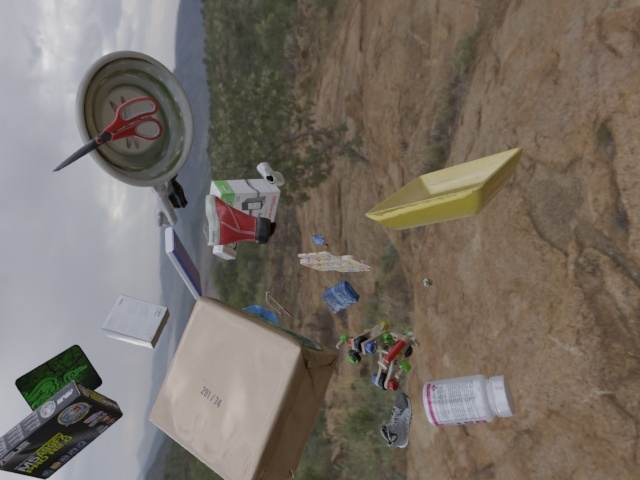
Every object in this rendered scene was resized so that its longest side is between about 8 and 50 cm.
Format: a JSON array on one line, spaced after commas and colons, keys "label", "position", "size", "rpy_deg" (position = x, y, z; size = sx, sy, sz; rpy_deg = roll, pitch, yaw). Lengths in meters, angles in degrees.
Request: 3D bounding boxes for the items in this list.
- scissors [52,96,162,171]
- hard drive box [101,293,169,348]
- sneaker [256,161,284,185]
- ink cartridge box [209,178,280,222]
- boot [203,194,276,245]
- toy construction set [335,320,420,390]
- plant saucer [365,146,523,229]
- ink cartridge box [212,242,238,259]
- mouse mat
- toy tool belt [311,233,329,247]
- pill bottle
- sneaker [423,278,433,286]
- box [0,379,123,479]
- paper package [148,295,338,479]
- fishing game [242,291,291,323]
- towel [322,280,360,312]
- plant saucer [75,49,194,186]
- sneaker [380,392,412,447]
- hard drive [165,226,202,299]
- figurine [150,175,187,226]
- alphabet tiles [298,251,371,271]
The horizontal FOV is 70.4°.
[{"label": "scissors", "position": [-0.541, -0.269, 1.134], "size": [0.021, 0.296, 0.109], "rpy_deg": [-136, 26, -61]}, {"label": "hard drive box", "position": [-0.834, 0.368, 2.061], "size": [0.089, 0.232, 0.181], "rpy_deg": [105, -178, -55]}, {"label": "sneaker", "position": [-0.171, -0.219, 1.604], "size": [0.053, 0.152, 0.061], "rpy_deg": [-34, 64, 14]}, {"label": "ink cartridge box", "position": [-0.325, -0.147, 1.918], "size": [0.115, 0.272, 0.199], "rpy_deg": [50, 135, 40]}, {"label": "boot", "position": [-0.213, -0.053, 1.187], "size": [0.244, 0.176, 0.089], "rpy_deg": [-127, 41, -58]}, {"label": "toy construction set", "position": [0.258, 0.374, 1.634], "size": [0.257, 0.237, 0.309], "rpy_deg": [48, 155, 1]}, {"label": "plant saucer", "position": [0.339, -0.124, 1.207], "size": [0.332, 0.332, 0.081], "rpy_deg": [-12, 106, 45]}, {"label": "ink cartridge box", "position": [-0.411, 0.006, 1.996], "size": [0.056, 0.099, 0.136], "rpy_deg": [-4, 68, 29]}, {"label": "mouse mat", "position": [-0.771, 0.421, 1.346], "size": [0.007, 0.189, 0.153], "rpy_deg": [-27, 96, 53]}, {"label": "toy tool belt", "position": [0.000, 0.000, 2.017], "size": [0.052, 0.083, 0.051], "rpy_deg": [-53, -19, -19]}, {"label": "pill bottle", "position": [0.523, 0.564, 1.608], "size": [0.282, 0.160, 0.161], "rpy_deg": [-18, 61, 26]}, {"label": "sneaker", "position": [0.421, 0.161, 1.764], "size": [0.083, 0.035, 0.031], "rpy_deg": [44, -146, -84]}, {"label": "box", "position": [-0.737, 0.539, 1.279], "size": [0.060, 0.270, 0.216], "rpy_deg": [41, 162, 33]}, {"label": "paper package", "position": [-0.173, 0.320, 0.998], "size": [0.324, 0.168, 0.310], "rpy_deg": [17, 84, 35]}, {"label": "fishing game", "position": [-0.221, 0.304, 1.507], "size": [0.264, 0.189, 0.041], "rpy_deg": [-46, 28, -11]}, {"label": "towel", "position": [0.051, 0.149, 1.199], "size": [0.067, 0.029, 0.119], "rpy_deg": [51, 145, -1]}, {"label": "plant saucer", "position": [-0.575, -0.367, 1.401], "size": [0.100, 0.400, 0.401], "rpy_deg": [6, 91, 34]}, {"label": "sneaker", "position": [0.324, 0.783, 1.972], "size": [0.086, 0.132, 0.229], "rpy_deg": [-15, 68, 57]}, {"label": "hard drive", "position": [-0.673, 0.113, 2.238], "size": [0.210, 0.040, 0.319], "rpy_deg": [-118, 7, -52]}, {"label": "figurine", "position": [-0.632, -0.194, 1.862], "size": [0.215, 0.092, 0.210], "rpy_deg": [-84, -5, -53]}, {"label": "alphabet tiles", "position": [0.058, 0.094, 1.844], "size": [0.284, 0.277, 0.021], "rpy_deg": [-7, 69, 42]}]
